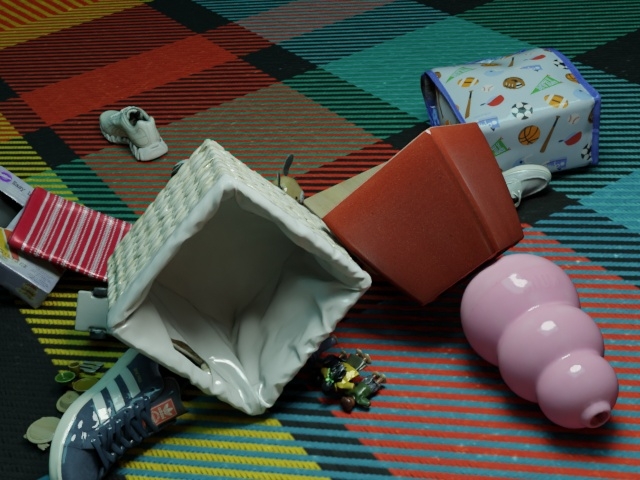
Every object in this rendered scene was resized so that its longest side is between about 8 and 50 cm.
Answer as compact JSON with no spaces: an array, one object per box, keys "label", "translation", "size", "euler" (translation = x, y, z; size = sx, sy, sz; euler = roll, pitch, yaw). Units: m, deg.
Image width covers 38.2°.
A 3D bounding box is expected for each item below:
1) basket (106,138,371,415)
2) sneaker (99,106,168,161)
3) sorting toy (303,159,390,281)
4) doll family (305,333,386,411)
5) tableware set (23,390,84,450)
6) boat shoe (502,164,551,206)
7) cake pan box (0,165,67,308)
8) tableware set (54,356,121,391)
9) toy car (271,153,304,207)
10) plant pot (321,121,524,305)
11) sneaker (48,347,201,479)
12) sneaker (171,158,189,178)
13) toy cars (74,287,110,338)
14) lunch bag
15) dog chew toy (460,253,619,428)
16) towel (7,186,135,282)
[{"label":"basket","translation":[-0.157,0.059,1.601],"size":[0.331,0.328,0.266],"euler":[-50,26,8]},{"label":"sneaker","translation":[-0.515,-0.316,2.506],"size":[0.110,0.118,0.292],"euler":[-31,39,-27]},{"label":"sorting toy","translation":[0.139,-0.033,1.947],"size":[0.255,0.089,0.257],"euler":[-26,48,-26]},{"label":"doll family","translation":[0.019,0.230,1.632],"size":[0.111,0.076,0.193],"euler":[-35,37,-27]},{"label":"tableware set","translation":[-0.432,0.317,1.644],"size":[0.141,0.020,0.169],"euler":[6,35,20]},{"label":"boat shoe","translation":[0.404,-0.101,2.036],"size":[0.227,0.079,0.081],"euler":[-13,43,1]},{"label":"cake pan box","translation":[-0.660,-0.014,2.002],"size":[0.267,0.070,0.246],"euler":[37,33,-11]},{"label":"tableware set","translation":[-0.410,0.249,1.715],"size":[0.154,0.024,0.104],"euler":[6,25,22]},{"label":"toy car","translation":[-0.059,-0.088,2.005],"size":[0.149,0.188,0.155],"euler":[2,36,16]},{"label":"plant pot","translation":[0.213,-0.037,1.681],"size":[0.267,0.236,0.267],"euler":[-39,-10,27]},{"label":"sneaker","translation":[-0.314,0.295,1.549],"size":[0.148,0.131,0.350],"euler":[2,35,22]},{"label":"sneaker","translation":[-0.296,-0.148,2.256],"size":[0.178,0.072,0.077],"euler":[6,47,29]},{"label":"toy cars","translation":[-0.296,0.087,1.816],"size":[0.393,0.176,0.087],"euler":[-35,-4,3]},{"label":"lunch bag","translation":[0.438,-0.311,2.189],"size":[0.327,0.239,0.385],"euler":[-14,41,-4]},{"label":"dog chew toy","translation":[0.371,0.173,1.532],"size":[0.206,0.207,0.332],"euler":[-16,42,-12]},{"label":"towel","translation":[-0.519,-0.008,2.005],"size":[0.274,0.031,0.199],"euler":[21,38,-11]}]
